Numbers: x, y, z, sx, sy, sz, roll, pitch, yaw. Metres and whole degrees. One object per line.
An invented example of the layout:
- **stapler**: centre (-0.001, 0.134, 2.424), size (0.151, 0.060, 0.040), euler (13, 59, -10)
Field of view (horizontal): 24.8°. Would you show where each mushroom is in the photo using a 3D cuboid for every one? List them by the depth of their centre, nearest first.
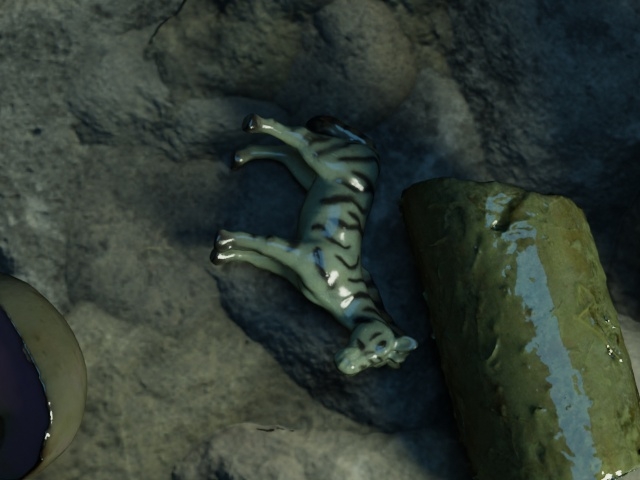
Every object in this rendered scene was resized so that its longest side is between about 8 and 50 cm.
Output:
- **mushroom**: centre (-0.263, 0.107, 1.220), size (0.117, 0.141, 0.188), euler (-16, 75, -50)

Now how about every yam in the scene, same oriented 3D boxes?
- **yam**: centre (0.180, 0.083, 1.277), size (0.168, 0.168, 0.304), euler (-10, 75, -13)

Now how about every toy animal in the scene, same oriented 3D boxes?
- **toy animal**: centre (-0.017, 0.004, 1.313), size (0.170, 0.090, 0.255), euler (-3, 75, -15)
